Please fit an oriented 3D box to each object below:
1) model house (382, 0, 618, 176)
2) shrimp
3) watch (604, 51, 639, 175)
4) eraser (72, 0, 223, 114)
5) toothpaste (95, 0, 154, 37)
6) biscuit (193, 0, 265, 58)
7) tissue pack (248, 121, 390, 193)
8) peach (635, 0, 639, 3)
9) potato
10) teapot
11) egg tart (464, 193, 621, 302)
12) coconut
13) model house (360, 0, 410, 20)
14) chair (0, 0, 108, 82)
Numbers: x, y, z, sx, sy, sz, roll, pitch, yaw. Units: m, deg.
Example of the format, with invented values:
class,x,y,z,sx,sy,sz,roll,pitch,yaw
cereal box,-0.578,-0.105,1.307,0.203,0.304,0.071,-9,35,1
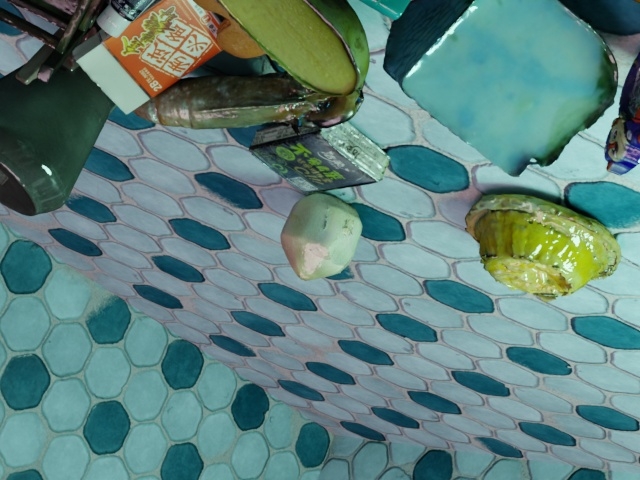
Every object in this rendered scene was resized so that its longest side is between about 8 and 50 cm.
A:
class,x,y,z,sx,sy,sz,roll,pitch,yaw
model house,0.247,-0.258,1.660,0.261,0.226,0.241,36,-167,-22
shrimp,-0.131,-0.248,2.052,0.446,0.109,0.221,4,-164,26
watch,0.516,-0.176,1.596,0.200,0.171,0.196,11,171,-2
eraser,-0.277,-0.325,1.951,0.157,0.230,0.038,50,-171,-50
toothpaste,-0.272,-0.401,1.833,0.071,0.193,0.045,34,-161,-30
biscuit,-0.136,-0.369,1.880,0.192,0.036,0.186,36,146,-30
tissue pack,-0.005,-0.164,2.227,0.173,0.073,0.236,35,155,-30
peach,0.383,-0.364,1.078,0.308,0.307,0.332,27,154,-12
potato,-0.022,-0.345,1.763,0.272,0.111,0.160,42,147,-12
teapot,-0.486,-0.246,2.094,0.253,0.344,0.300,32,156,6
egg tart,0.409,0.024,2.206,0.315,0.120,0.315,18,158,8
coconut,0.000,0.000,2.460,0.171,0.182,0.171,17,161,6
model house,0.085,-0.372,1.541,0.100,0.148,0.127,26,157,-18
chair,-0.409,-0.448,1.837,0.203,0.416,0.240,26,114,-10
